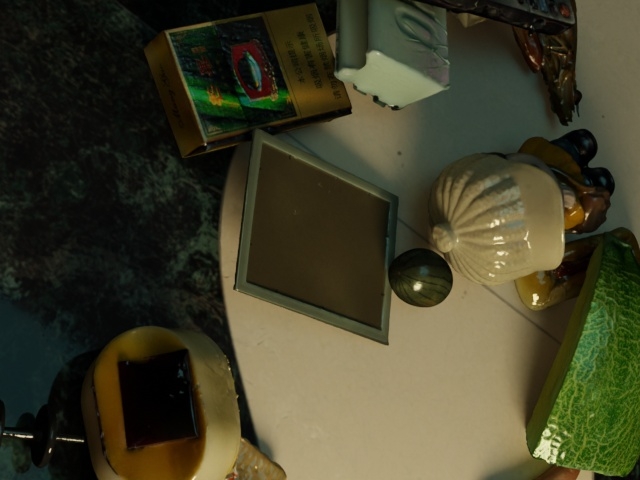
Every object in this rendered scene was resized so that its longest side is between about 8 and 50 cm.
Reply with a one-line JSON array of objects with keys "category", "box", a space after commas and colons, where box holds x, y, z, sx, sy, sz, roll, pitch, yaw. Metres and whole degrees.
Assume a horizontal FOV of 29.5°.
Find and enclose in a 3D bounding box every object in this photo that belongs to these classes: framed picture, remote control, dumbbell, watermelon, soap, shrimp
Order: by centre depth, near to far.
[{"category": "dumbbell", "box": [-0.322, 0.206, 1.295, 0.147, 0.069, 0.069, 10, 71, -27]}, {"category": "framed picture", "box": [0.000, 0.000, 1.543, 0.274, 0.017, 0.217, 25, 64, -39]}, {"category": "watermelon", "box": [0.134, 0.050, 1.601, 0.110, 0.078, 0.078, 27, 58, -60]}, {"category": "soap", "box": [0.100, -0.317, 1.651, 0.150, 0.094, 0.262, 25, 56, -40]}, {"category": "remote control", "box": [0.203, -0.362, 1.664, 0.398, 0.062, 0.145, 5, 68, -42]}, {"category": "shrimp", "box": [0.334, -0.315, 1.833, 0.152, 0.063, 0.287, 6, 72, -41]}]

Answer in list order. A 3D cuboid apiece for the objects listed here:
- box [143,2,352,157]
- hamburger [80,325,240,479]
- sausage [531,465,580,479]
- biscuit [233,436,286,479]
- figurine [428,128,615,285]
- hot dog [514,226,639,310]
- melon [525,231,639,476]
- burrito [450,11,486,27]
[{"category": "box", "box": [-0.088, -0.205, 1.555, 0.240, 0.071, 0.159, -19, 89, -34]}, {"category": "hamburger", "box": [-0.174, 0.194, 1.345, 0.172, 0.116, 0.210, -15, 68, -5]}, {"category": "sausage", "box": [0.282, 0.340, 1.634, 0.186, 0.043, 0.043, -20, 86, -33]}, {"category": "biscuit", "box": [-0.153, 0.324, 1.385, 0.160, 0.030, 0.250, 39, 60, -15]}, {"category": "figurine", "box": [0.276, -0.049, 1.692, 0.185, 0.204, 0.332, 63, 28, 1]}, {"category": "hot dog", "box": [0.386, 0.036, 1.767, 0.242, 0.073, 0.084, -13, 78, -33]}, {"category": "melon", "box": [0.386, 0.150, 1.657, 0.196, 0.124, 0.324, 15, 89, -35]}, {"category": "burrito", "box": [0.173, -0.503, 1.793, 0.117, 0.076, 0.392, -19, 87, -44]}]
